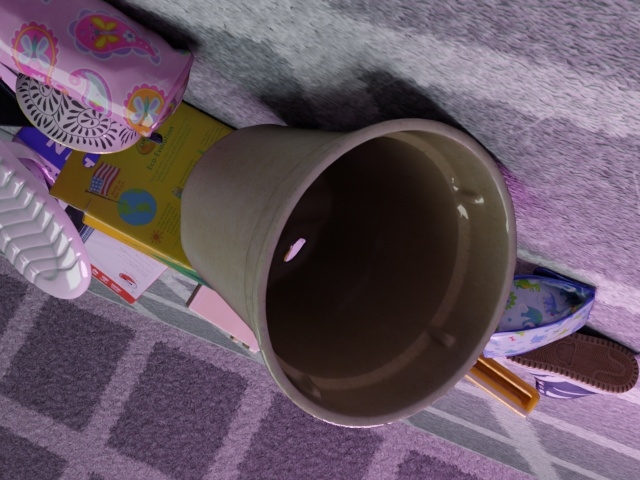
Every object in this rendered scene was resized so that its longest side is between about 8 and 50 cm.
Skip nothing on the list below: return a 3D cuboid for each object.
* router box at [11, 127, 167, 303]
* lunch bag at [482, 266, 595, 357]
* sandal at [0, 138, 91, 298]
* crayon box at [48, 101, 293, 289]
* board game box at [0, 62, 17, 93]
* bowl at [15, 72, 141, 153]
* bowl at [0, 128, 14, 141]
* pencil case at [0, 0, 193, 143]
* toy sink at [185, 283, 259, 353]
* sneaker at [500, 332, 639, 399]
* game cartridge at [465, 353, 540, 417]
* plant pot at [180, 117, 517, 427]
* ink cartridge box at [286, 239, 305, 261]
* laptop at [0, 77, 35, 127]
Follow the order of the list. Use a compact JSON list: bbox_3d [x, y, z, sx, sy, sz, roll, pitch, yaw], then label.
[{"bbox_3d":[-0.409,-0.053,1.929,0.335,0.082,0.301,38,151,-8],"label":"router box"},{"bbox_3d":[0.289,0.096,1.470,0.151,0.096,0.129,-6,161,6],"label":"lunch bag"},{"bbox_3d":[-0.497,-0.092,1.784,0.169,0.102,0.416,-25,106,40],"label":"sandal"},{"bbox_3d":[-0.178,-0.067,1.475,0.318,0.202,0.081,29,166,-8],"label":"crayon box"},{"bbox_3d":[-0.593,-0.289,1.694,0.193,0.053,0.305,16,163,34],"label":"board game box"},{"bbox_3d":[-0.283,-0.196,1.350,0.170,0.170,0.080,28,133,-10],"label":"bowl"},{"bbox_3d":[-0.644,-0.182,2.182,0.142,0.053,0.142,24,167,0],"label":"bowl"},{"bbox_3d":[-0.282,-0.227,1.242,0.284,0.124,0.124,28,166,-12],"label":"pencil case"},{"bbox_3d":[-0.156,0.153,2.303,0.234,0.131,0.153,32,175,-9],"label":"toy sink"},{"bbox_3d":[0.320,0.163,1.642,0.282,0.099,0.153,24,165,-6],"label":"sneaker"},{"bbox_3d":[0.222,0.183,1.800,0.285,0.053,0.323,35,180,8],"label":"game cartridge"},{"bbox_3d":[0.000,0.000,1.252,0.334,0.334,0.305,36,174,-36],"label":"plant pot"},{"bbox_3d":[-0.081,0.021,1.768,0.127,0.128,0.176,18,165,28],"label":"ink cartridge box"},{"bbox_3d":[-0.587,-0.305,1.373,0.408,0.236,0.382,59,176,9],"label":"laptop"}]
